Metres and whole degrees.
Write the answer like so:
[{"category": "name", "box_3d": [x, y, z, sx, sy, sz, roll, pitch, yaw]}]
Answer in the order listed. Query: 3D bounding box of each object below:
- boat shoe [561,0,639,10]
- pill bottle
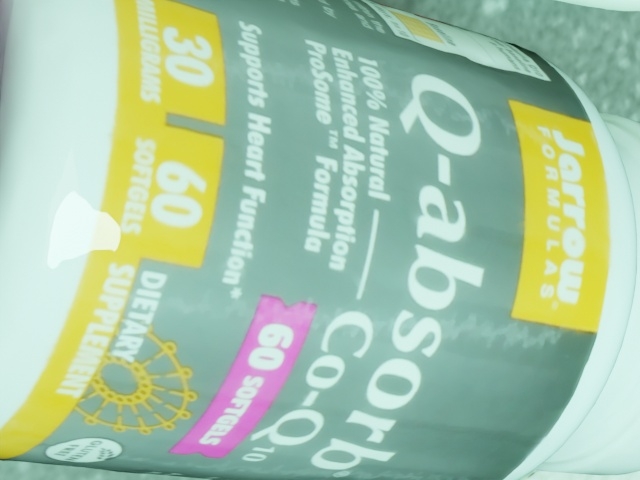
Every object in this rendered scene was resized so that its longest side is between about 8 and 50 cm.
[{"category": "boat shoe", "box_3d": [0.016, -0.166, 0.533, 0.319, 0.116, 0.099, 12, 53, -26]}, {"category": "pill bottle", "box_3d": [0.000, 0.000, 0.507, 0.278, 0.162, 0.162, 11, 97, -33]}]
